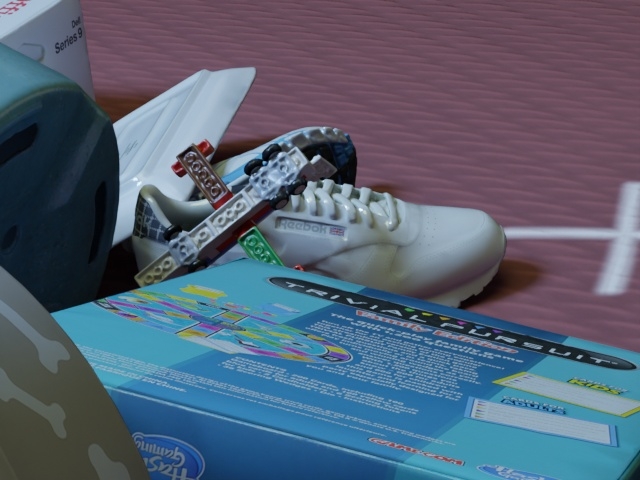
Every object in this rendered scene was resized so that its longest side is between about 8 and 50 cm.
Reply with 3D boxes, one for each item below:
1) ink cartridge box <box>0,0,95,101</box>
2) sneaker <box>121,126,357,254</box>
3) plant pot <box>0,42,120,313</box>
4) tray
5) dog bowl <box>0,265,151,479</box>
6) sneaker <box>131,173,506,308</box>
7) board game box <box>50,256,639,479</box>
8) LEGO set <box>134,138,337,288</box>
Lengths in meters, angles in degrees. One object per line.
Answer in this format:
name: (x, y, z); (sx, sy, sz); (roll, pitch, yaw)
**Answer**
ink cartridge box: (-0.355, -0.116, 1.537); (0.289, 0.121, 0.211); (3, 26, 23)
sneaker: (-0.059, -0.034, 1.334); (0.191, 0.071, 0.083); (-25, 24, -34)
plant pot: (-0.313, -0.027, 1.057); (0.334, 0.341, 0.341); (22, 34, 17)
tray: (-0.132, -0.055, 1.368); (0.145, 0.030, 0.270); (-30, 16, 20)
dog bowl: (-0.200, 0.135, 0.692); (0.349, 0.348, 0.102); (6, 14, 28)
sneaker: (0.000, 0.000, 1.208); (0.235, 0.094, 0.090); (-7, 22, -2)
board game box: (0.019, 0.087, 0.839); (0.254, 0.079, 0.336); (14, 8, 16)
LEGO set: (-0.096, 0.025, 1.153); (0.244, 0.182, 0.060); (7, -14, 21)
